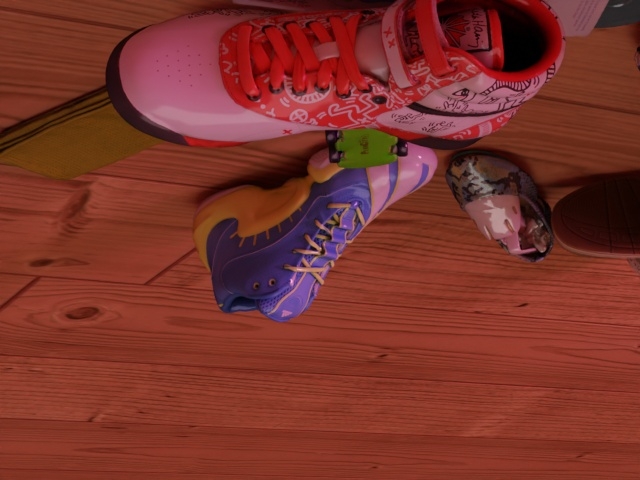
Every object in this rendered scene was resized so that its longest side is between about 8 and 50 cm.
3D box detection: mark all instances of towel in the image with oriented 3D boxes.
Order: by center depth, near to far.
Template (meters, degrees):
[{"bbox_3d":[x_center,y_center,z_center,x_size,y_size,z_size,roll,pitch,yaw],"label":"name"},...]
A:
[{"bbox_3d":[-0.140,-0.090,1.379,0.237,0.021,0.102,-18,157,32],"label":"towel"}]

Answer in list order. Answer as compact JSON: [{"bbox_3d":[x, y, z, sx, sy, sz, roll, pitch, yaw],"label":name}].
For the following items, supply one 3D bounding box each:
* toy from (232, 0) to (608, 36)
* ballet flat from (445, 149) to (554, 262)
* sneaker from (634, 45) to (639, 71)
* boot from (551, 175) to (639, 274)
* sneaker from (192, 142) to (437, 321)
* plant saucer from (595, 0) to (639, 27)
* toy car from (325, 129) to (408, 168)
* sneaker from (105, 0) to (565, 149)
[{"bbox_3d":[0.068,-0.183,1.130,0.237,0.056,0.137,1,164,-6],"label":"toy"},{"bbox_3d":[0.165,-0.024,1.597,0.070,0.070,0.188,-15,159,24],"label":"ballet flat"},{"bbox_3d":[0.337,-0.072,1.392,0.130,0.147,0.330,-15,158,24],"label":"sneaker"},{"bbox_3d":[0.305,-0.002,1.685,0.213,0.077,0.165,-8,163,-9],"label":"boot"},{"bbox_3d":[0.000,0.000,1.518,0.240,0.126,0.091,-19,157,34],"label":"sneaker"},{"bbox_3d":[0.203,-0.174,1.247,0.119,0.021,0.119,-6,160,-2],"label":"plant saucer"},{"bbox_3d":[0.028,-0.113,1.319,0.239,0.053,0.225,-6,161,0],"label":"toy car"},{"bbox_3d":[0.015,-0.116,1.103,0.270,0.090,0.145,3,162,-23],"label":"sneaker"}]
